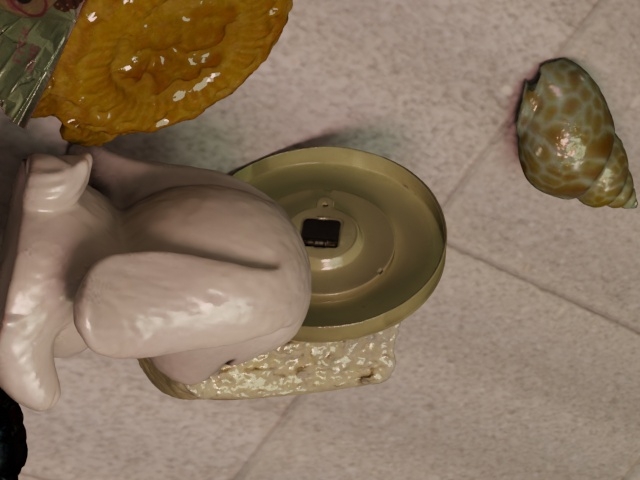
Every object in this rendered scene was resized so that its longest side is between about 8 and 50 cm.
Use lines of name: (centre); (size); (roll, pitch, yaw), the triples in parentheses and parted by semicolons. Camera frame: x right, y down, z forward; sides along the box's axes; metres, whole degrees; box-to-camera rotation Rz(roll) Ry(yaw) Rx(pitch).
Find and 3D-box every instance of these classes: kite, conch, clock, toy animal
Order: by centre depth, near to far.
kite: (-0.273, -0.186, 1.494); (0.250, 0.229, 0.012); (-26, 179, 1)
toy animal: (-0.136, 0.025, 1.677); (0.265, 0.271, 0.206); (9, 120, -10)
clock: (0.000, 0.000, 1.836); (0.235, 0.235, 0.029); (-24, 140, -22)
conch: (0.263, -0.103, 2.077); (0.116, 0.106, 0.173); (-32, 129, -43)

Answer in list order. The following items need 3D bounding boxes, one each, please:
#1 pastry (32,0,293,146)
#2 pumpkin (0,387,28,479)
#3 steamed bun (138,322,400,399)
pastry: (-0.146, -0.189, 1.618); (0.235, 0.132, 0.240); (-38, 150, 11)
pumpkin: (-0.356, 0.164, 1.658); (0.233, 0.163, 0.233); (-1, 92, -39)
steamed bun: (-0.068, 0.067, 1.885); (0.225, 0.200, 0.170); (-5, 96, -36)
